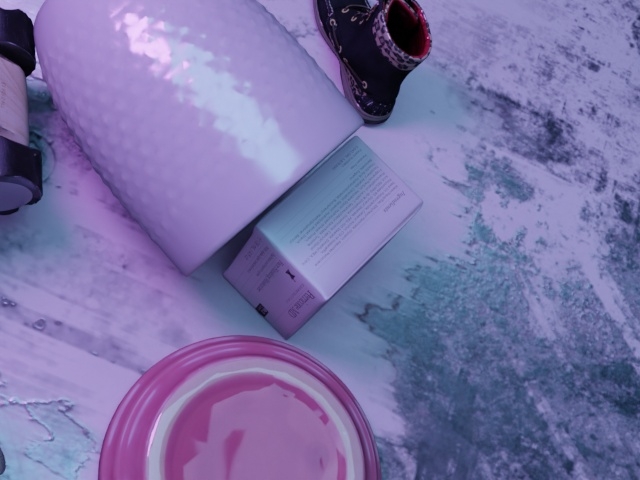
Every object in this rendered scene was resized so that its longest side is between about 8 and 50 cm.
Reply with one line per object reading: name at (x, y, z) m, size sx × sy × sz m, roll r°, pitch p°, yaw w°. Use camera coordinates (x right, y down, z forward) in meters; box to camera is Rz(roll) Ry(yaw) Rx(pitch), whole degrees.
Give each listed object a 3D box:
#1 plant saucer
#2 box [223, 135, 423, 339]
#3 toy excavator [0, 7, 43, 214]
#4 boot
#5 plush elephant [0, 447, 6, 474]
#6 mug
plant saucer at (-0.081, 0.263, 1.262) m, size 0.332 × 0.084 × 0.332 m, roll 6°, pitch 68°, yaw -15°
box at (0.000, 0.000, 1.332) m, size 0.119 × 0.181 × 0.182 m, roll 45°, pitch 64°, yaw 3°
toy excavator at (-0.583, -0.128, 1.185) m, size 0.433 × 0.445 × 0.222 m, roll 25°, pitch 52°, yaw -58°
boot at (0.070, -0.293, 1.466) m, size 0.085 × 0.178 × 0.236 m, roll -10°, pitch 74°, yaw -21°
plush elephant at (-0.439, 0.191, 1.072) m, size 0.256 × 0.271 × 0.330 m, roll 0°, pitch 43°, yaw 8°
mug at (-0.142, -0.186, 1.319) m, size 0.328 × 0.276 × 0.374 m, roll 49°, pitch 28°, yaw -3°
